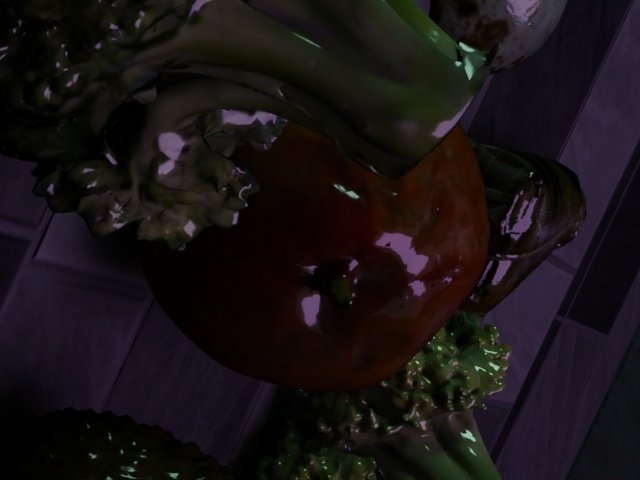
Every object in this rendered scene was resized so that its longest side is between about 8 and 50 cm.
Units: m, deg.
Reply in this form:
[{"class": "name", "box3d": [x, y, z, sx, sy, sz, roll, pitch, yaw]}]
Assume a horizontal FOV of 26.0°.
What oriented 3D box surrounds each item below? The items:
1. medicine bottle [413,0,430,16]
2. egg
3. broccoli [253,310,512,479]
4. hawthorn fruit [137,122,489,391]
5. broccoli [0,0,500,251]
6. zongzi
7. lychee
[{"class": "medicine bottle", "box3d": [0.016, -0.192, 1.114, 0.080, 0.130, 0.080, -45, 149, -37]}, {"class": "egg", "box3d": [0.149, -0.266, 1.269, 0.169, 0.169, 0.231, -7, 108, -62]}, {"class": "broccoli", "box3d": [0.111, 0.249, 1.498, 0.293, 0.281, 0.347, 31, 99, -40]}, {"class": "hawthorn fruit", "box3d": [0.000, 0.000, 1.054, 0.298, 0.277, 0.276, -118, -137, -67]}, {"class": "broccoli", "box3d": [-0.066, -0.165, 0.811, 0.277, 0.339, 0.317, -77, 144, -77]}, {"class": "zongzi", "box3d": [0.214, 0.028, 1.720, 0.286, 0.134, 0.288, 4, 109, -62]}, {"class": "lychee", "box3d": [-0.175, 0.252, 1.010, 0.270, 0.320, 0.270, -58, -174, 9]}]
